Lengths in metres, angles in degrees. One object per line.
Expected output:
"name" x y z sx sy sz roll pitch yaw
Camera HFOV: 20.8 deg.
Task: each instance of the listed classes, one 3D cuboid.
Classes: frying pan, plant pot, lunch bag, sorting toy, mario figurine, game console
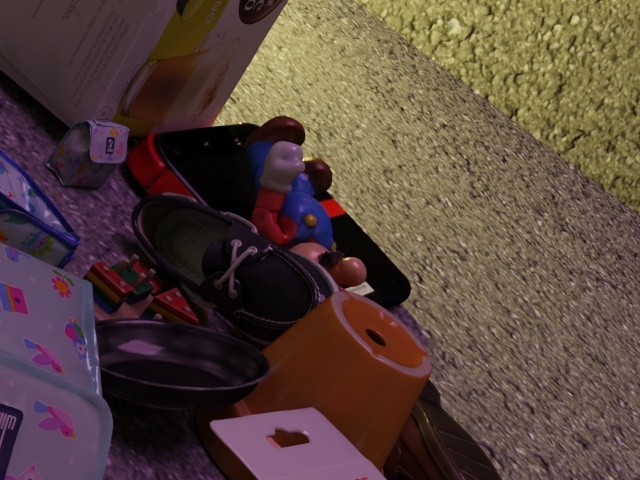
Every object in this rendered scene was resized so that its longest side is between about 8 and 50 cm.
"frying pan" -0.183 0.127 1.642 0.197 0.053 0.326 18 17 30
"plant pot" 0.009 0.161 1.776 0.205 0.188 0.205 34 19 -13
"lunch bag" -0.316 -0.001 1.652 0.151 0.129 0.096 42 20 5
"sorting toy" -0.188 0.068 1.854 0.132 0.046 0.274 41 19 9
"mario figurine" 0.000 0.000 2.053 0.198 0.170 0.320 17 44 -26
"lunch bag" -0.290 0.121 1.385 0.223 0.160 0.262 28 34 -36
"lunch bag" -0.268 -0.104 2.048 0.053 0.083 0.071 46 20 24
"game console" -0.063 -0.017 2.289 0.342 0.060 0.386 48 21 10

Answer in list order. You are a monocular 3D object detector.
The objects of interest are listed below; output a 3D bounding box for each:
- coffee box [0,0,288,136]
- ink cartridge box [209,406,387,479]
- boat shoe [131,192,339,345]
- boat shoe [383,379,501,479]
"coffee box" -0.256 -0.364 2.245 0.338 0.337 0.334 39 18 18
"ink cartridge box" 0.027 0.317 1.556 0.353 0.119 0.207 47 21 22
"boat shoe" -0.102 0.031 1.924 0.302 0.114 0.091 22 -8 43
"boat shoe" 0.104 0.233 1.926 0.111 0.104 0.307 34 15 -39
